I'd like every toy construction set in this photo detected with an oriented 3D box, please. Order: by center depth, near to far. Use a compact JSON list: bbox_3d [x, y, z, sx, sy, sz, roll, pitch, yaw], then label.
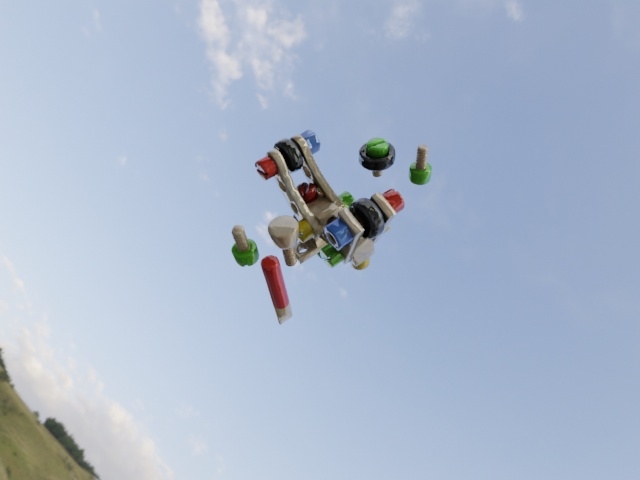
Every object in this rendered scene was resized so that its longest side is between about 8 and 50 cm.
[{"bbox_3d":[0.000,0.000,0.661,0.257,0.309,0.237,19,-37,22],"label":"toy construction set"}]
